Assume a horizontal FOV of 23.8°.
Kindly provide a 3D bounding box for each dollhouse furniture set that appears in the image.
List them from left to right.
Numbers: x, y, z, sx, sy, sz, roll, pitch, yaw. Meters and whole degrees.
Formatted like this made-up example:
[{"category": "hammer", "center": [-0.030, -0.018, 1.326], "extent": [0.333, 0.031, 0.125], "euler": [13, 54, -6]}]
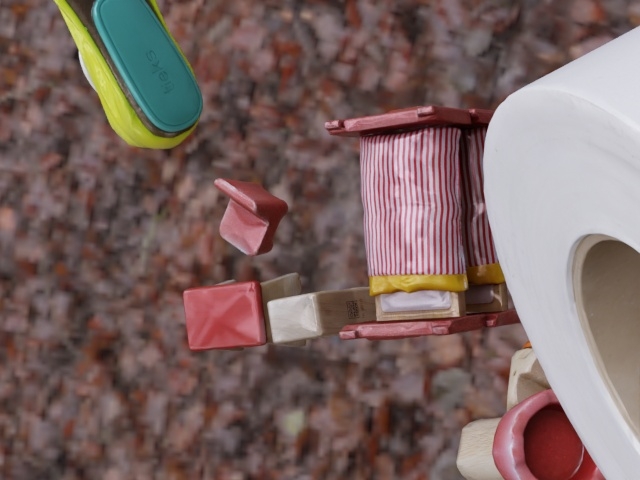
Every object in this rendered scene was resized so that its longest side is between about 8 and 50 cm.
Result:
[{"category": "dollhouse furniture set", "center": [0.000, 0.000, 1.441], "extent": [0.374, 0.152, 0.201], "euler": [-8, 87, 37]}]

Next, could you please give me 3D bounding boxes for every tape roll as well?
[{"category": "tape roll", "center": [0.185, 0.042, 0.628], "extent": [0.286, 0.100, 0.286], "euler": [58, 167, 22]}]

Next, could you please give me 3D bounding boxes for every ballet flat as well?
[{"category": "ballet flat", "center": [-0.148, -0.164, 0.986], "extent": [0.077, 0.077, 0.231], "euler": [-9, 105, 59]}]

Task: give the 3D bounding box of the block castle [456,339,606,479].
[{"category": "block castle", "center": [0.361, 0.137, 1.204], "extent": [0.303, 0.453, 0.213], "euler": [55, 161, -2]}]
